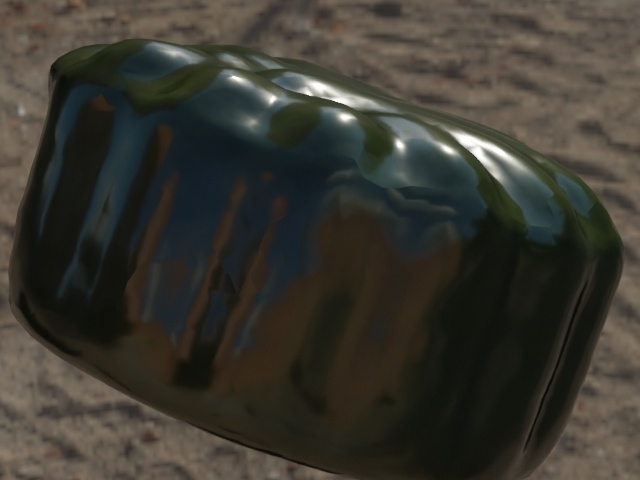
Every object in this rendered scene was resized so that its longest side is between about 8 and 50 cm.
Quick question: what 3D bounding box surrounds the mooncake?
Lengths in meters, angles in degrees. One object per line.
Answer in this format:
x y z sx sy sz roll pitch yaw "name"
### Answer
0.000 0.000 0.922 0.351 0.187 0.351 21 6 -2 "mooncake"
